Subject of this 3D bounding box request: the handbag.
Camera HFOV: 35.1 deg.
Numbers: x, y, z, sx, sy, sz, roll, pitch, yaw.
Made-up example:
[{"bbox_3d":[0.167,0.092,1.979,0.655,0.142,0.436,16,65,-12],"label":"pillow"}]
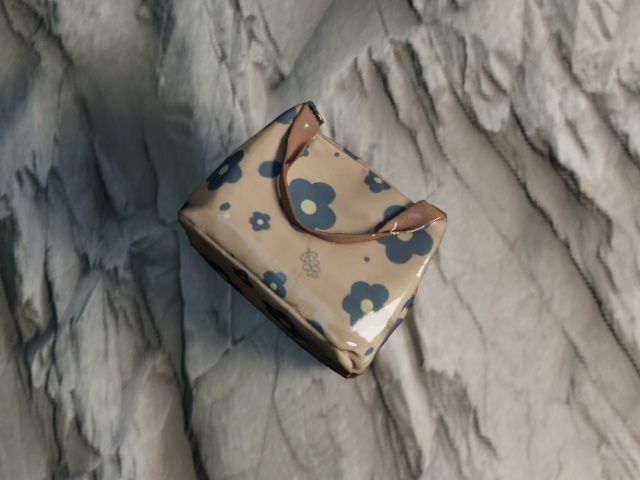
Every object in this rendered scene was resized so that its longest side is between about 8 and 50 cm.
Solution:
[{"bbox_3d":[0.000,0.000,1.070,0.251,0.190,0.193,40,81,8],"label":"handbag"}]
